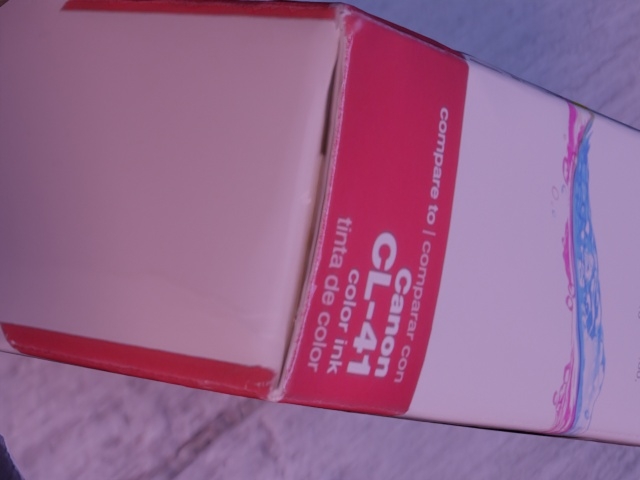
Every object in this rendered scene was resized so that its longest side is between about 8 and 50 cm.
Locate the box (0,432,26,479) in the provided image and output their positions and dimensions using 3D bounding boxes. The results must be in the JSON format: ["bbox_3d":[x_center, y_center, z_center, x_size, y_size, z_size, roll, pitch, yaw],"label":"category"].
[{"bbox_3d":[-0.262,0.105,0.307,0.395,0.212,0.293,-50,138,-33],"label":"box"}]

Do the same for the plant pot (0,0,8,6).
[{"bbox_3d":[-0.130,-0.168,0.535,0.229,0.263,0.263,-53,136,-12],"label":"plant pot"}]

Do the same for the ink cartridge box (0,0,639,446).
[{"bbox_3d":[0.000,0.000,0.719,0.306,0.226,0.131,17,81,-52],"label":"ink cartridge box"}]
